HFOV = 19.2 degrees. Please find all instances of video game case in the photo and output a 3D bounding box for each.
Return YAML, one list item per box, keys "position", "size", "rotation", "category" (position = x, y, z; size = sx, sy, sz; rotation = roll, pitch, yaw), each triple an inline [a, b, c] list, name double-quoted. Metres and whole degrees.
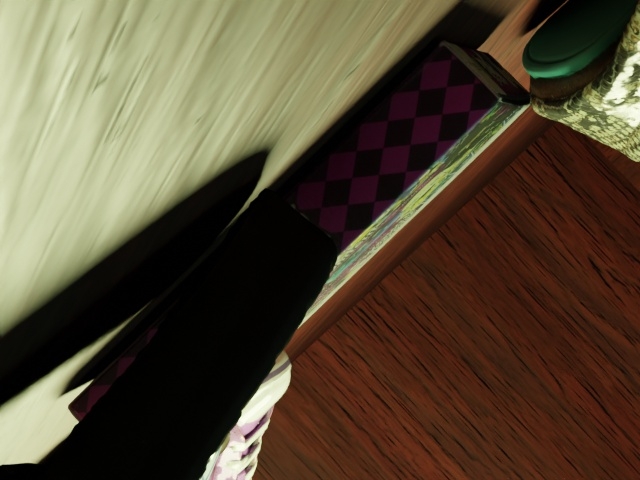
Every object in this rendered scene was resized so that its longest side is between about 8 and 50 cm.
- position: [0.000, 0.000, 0.900]
  size: [0.232, 0.042, 0.210]
  rotation: [-44, 176, 11]
  category: "video game case"

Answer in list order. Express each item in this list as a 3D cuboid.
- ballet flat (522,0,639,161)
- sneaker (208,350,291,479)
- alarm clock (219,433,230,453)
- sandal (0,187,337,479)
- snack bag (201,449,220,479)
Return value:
- position: [0.221, -0.108, 0.948]
  size: [0.164, 0.182, 0.483]
  rotation: [-43, 177, -11]
  category: "ballet flat"
- position: [-0.079, 0.209, 1.585]
  size: [0.282, 0.161, 0.102]
  rotation: [-47, 173, 36]
  category: "sneaker"
- position: [-0.117, 0.164, 1.439]
  size: [0.192, 0.064, 0.129]
  rotation: [-50, 173, 37]
  category: "alarm clock"
- position: [-0.145, 0.137, 0.634]
  size: [0.445, 0.107, 0.167]
  rotation: [-56, -176, -38]
  category: "sandal"
- position: [-0.148, 0.243, 1.207]
  size: [0.323, 0.037, 0.342]
  rotation: [-37, 148, -73]
  category: "snack bag"
